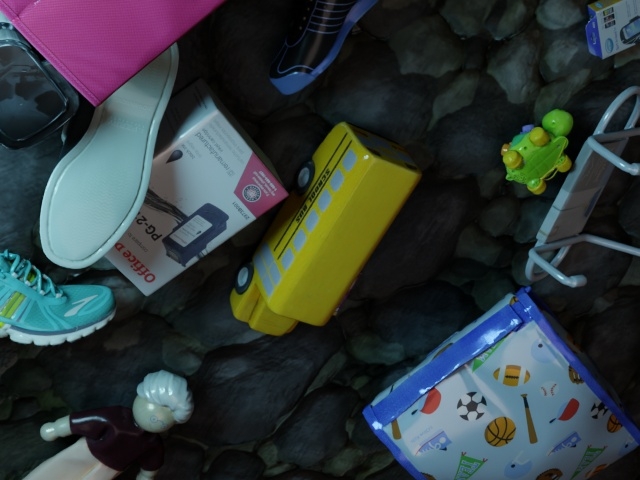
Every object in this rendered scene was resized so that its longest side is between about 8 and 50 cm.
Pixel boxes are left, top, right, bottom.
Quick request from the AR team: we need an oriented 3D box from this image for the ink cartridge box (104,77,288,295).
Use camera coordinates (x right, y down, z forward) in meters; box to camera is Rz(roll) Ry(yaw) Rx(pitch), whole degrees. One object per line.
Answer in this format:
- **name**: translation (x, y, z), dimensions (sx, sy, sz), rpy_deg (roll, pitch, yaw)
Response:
- **ink cartridge box**: translation (-0.191, -0.065, 1.421), dimensions (0.237, 0.100, 0.172), rpy_deg (-36, 128, 5)

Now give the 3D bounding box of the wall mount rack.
- **wall mount rack**: translation (0.468, -0.058, 1.680), dimensions (0.304, 0.130, 0.350), rpy_deg (-12, 133, -46)

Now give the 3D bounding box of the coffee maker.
- **coffee maker**: translation (-0.327, -0.187, 1.229), dimensions (0.171, 0.178, 0.120), rpy_deg (26, 112, -34)

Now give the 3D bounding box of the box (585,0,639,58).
- **box**: translation (0.431, -0.312, 1.543), dimensions (0.136, 0.028, 0.081), rpy_deg (-23, 129, -2)

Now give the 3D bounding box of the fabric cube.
- **fabric cube**: translation (-0.227, -0.345, 1.110), dimensions (0.258, 0.254, 0.259), rpy_deg (-38, 128, 5)

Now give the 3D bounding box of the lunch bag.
- **lunch bag**: translation (0.284, 0.261, 1.764), dimensions (0.328, 0.239, 0.385), rpy_deg (-39, 136, 10)

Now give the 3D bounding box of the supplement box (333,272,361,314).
- **supplement box**: translation (0.014, 0.063, 1.633), dimensions (0.055, 0.043, 0.083), rpy_deg (17, 117, -31)

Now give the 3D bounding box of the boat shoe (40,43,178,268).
- **boat shoe**: translation (-0.251, -0.113, 1.305), dimensions (0.114, 0.091, 0.302), rpy_deg (26, 89, -22)

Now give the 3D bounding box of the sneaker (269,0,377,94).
- **sneaker**: translation (0.001, -0.291, 1.356), dimensions (0.090, 0.081, 0.232), rpy_deg (35, 99, -34)

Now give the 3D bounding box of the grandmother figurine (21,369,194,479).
- **grandmother figurine**: translation (-0.319, 0.320, 1.651), dimensions (0.342, 0.104, 0.208), rpy_deg (-42, 137, 14)

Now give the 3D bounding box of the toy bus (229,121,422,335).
- **toy bus**: translation (0.000, 0.000, 1.525), dimensions (0.108, 0.130, 0.333), rpy_deg (18, 115, -31)

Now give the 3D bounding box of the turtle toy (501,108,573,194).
- **turtle toy**: translation (0.317, -0.135, 1.597), dimensions (0.130, 0.066, 0.095), rpy_deg (-42, 128, 10)

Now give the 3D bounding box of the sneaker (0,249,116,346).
- **sneaker**: translation (-0.399, 0.071, 1.440), dimensions (0.275, 0.107, 0.110), rpy_deg (5, 112, -25)
